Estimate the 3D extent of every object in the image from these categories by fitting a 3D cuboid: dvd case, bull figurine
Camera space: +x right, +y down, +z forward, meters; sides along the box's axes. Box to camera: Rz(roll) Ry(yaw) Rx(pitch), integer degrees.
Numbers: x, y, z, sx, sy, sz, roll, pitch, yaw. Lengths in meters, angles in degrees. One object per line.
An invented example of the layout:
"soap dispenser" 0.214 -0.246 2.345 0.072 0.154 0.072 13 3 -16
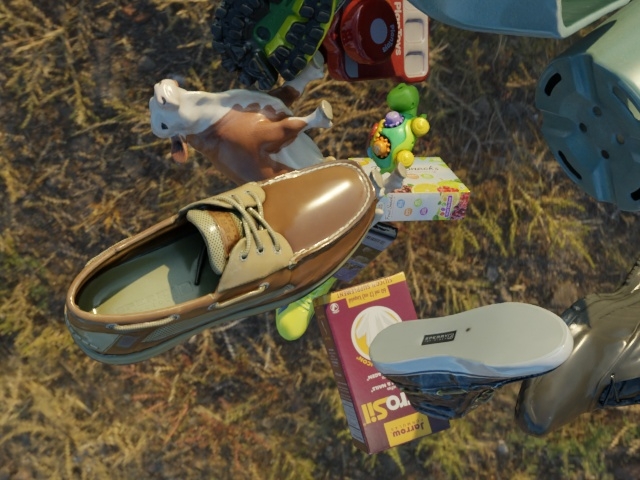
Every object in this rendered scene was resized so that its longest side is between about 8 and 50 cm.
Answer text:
"dvd case" 0.000 0.000 1.231 0.180 0.022 0.253 19 159 -8
"bull figurine" -0.045 -0.100 0.864 0.188 0.101 0.310 -21 134 29

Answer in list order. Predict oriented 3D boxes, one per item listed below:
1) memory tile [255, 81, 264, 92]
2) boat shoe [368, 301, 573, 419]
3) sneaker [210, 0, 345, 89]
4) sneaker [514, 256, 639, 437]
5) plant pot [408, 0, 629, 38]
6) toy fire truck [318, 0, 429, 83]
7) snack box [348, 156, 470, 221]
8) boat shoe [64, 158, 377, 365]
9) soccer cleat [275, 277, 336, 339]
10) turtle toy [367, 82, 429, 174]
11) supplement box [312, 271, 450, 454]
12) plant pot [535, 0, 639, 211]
"memory tile" -0.106 -0.275 1.126 0.012 0.148 0.113 -39 99 -9
"boat shoe" 0.133 0.104 0.633 0.183 0.065 0.083 -10 129 43
"sneaker" 0.009 -0.316 0.751 0.134 0.146 0.343 35 125 -15
"sneaker" 0.304 0.106 0.731 0.130 0.286 0.109 43 151 32
"plant pot" 0.237 -0.404 0.993 0.252 0.248 0.247 9 120 39
"toy fire truck" 0.082 -0.403 1.236 0.169 0.254 0.302 10 108 46
"snack box" 0.171 -0.107 1.554 0.207 0.174 0.070 -1 119 -13
"boat shoe" -0.088 0.014 0.726 0.324 0.120 0.122 -30 74 -13
"soccer cleat" -0.010 0.086 1.684 0.093 0.121 0.289 33 76 -25
"turtle toy" 0.105 -0.150 1.048 0.066 0.095 0.130 25 86 -5
"supplement box" 0.069 0.142 0.901 0.104 0.081 0.188 -16 85 -11
"plant pot" 0.525 -0.231 1.123 0.334 0.341 0.341 -31 105 -13
